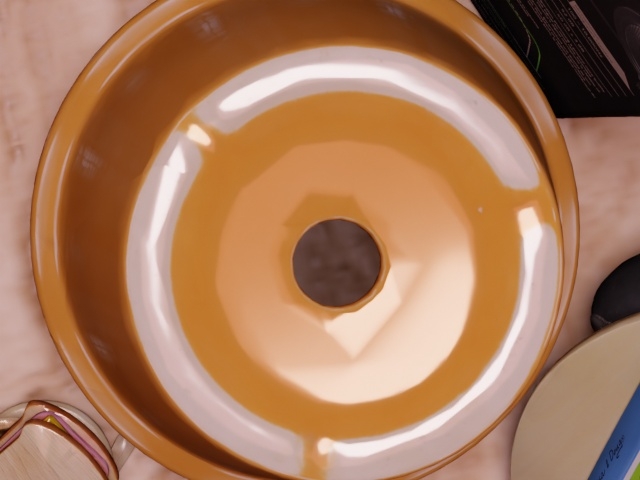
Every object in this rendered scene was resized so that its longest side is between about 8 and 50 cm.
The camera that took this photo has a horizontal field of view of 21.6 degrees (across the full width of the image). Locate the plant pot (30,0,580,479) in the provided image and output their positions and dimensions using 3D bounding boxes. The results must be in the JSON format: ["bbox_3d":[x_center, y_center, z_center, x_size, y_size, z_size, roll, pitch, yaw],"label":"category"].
[{"bbox_3d":[0.000,0.000,0.571,0.205,0.188,0.205,0,94,-5],"label":"plant pot"}]

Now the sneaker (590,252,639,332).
[{"bbox_3d":[0.225,-0.045,0.651,0.283,0.107,0.124,-25,67,4],"label":"sneaker"}]

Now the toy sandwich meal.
[{"bbox_3d":[-0.113,0.104,0.627,0.086,0.029,0.085,-1,95,-6],"label":"toy sandwich meal"}]

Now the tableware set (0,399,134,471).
[{"bbox_3d":[-0.158,0.107,0.649,0.169,0.020,0.141,26,92,-8],"label":"tableware set"}]

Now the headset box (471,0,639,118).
[{"bbox_3d":[0.168,-0.158,0.529,0.246,0.283,0.131,-35,96,-3],"label":"headset box"}]

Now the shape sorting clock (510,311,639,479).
[{"bbox_3d":[0.168,0.107,0.617,0.206,0.040,0.206,13,129,17],"label":"shape sorting clock"}]
